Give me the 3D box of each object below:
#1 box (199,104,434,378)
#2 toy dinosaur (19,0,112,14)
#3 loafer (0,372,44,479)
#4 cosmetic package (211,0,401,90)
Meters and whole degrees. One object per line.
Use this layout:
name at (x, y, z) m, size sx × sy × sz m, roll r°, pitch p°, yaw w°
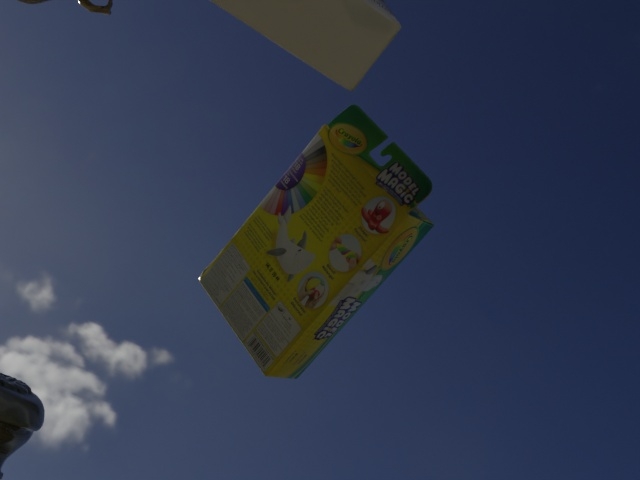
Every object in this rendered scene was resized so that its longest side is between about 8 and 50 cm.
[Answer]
box at (0.000, 0.000, 0.645) m, size 0.179 × 0.105 × 0.043 m, roll -50°, pitch -33°, yaw 17°
toy dinosaur at (-0.253, -0.256, 0.899) m, size 0.093 × 0.183 × 0.053 m, roll 13°, pitch -50°, yaw -9°
loafer at (-0.224, 0.080, 0.353) m, size 0.251 × 0.087 × 0.094 m, roll -2°, pitch -22°, yaw 18°
cosmetic package at (-0.064, -0.195, 0.571) m, size 0.239 × 0.099 × 0.060 m, roll 29°, pitch -64°, yaw -25°
